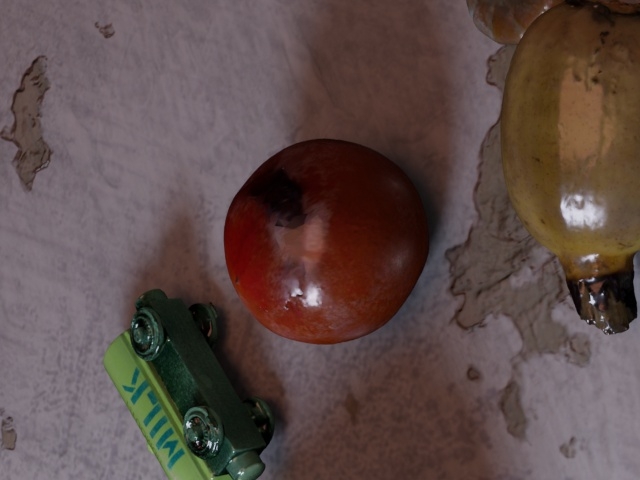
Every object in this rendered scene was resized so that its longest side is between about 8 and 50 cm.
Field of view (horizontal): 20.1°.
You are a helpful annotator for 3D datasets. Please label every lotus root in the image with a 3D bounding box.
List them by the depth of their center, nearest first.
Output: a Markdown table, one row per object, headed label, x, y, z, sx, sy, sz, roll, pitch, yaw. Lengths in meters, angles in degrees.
| label | x | y | z | sx | sy | sz | roll | pitch | yaw |
| --- | --- | --- | --- | --- | --- | --- | --- | --- | --- |
| lotus root | 0.256 | -0.070 | 1.658 | 0.183 | 0.183 | 0.310 | 5 | 96 | 36 |

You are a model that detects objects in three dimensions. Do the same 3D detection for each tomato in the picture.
| label | x | y | z | sx | sy | sz | roll | pitch | yaw |
| --- | --- | --- | --- | --- | --- | --- | --- | --- | --- |
| tomato | 0.000 | 0.000 | 1.821 | 0.208 | 0.184 | 0.208 | -1 | 88 | 36 |

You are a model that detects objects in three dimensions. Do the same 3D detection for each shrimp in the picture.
| label | x | y | z | sx | sy | sz | roll | pitch | yaw |
| --- | --- | --- | --- | --- | --- | --- | --- | --- | --- |
| shrimp | 0.223 | -0.304 | 1.761 | 0.251 | 0.052 | 0.143 | -48 | 59 | 25 |

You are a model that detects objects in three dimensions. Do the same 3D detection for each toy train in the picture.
| label | x | y | z | sx | sy | sz | roll | pitch | yaw |
| --- | --- | --- | --- | --- | --- | --- | --- | --- | --- |
| toy train | -0.150 | 0.182 | 1.979 | 0.253 | 0.105 | 0.157 | 56 | 130 | 27 |
